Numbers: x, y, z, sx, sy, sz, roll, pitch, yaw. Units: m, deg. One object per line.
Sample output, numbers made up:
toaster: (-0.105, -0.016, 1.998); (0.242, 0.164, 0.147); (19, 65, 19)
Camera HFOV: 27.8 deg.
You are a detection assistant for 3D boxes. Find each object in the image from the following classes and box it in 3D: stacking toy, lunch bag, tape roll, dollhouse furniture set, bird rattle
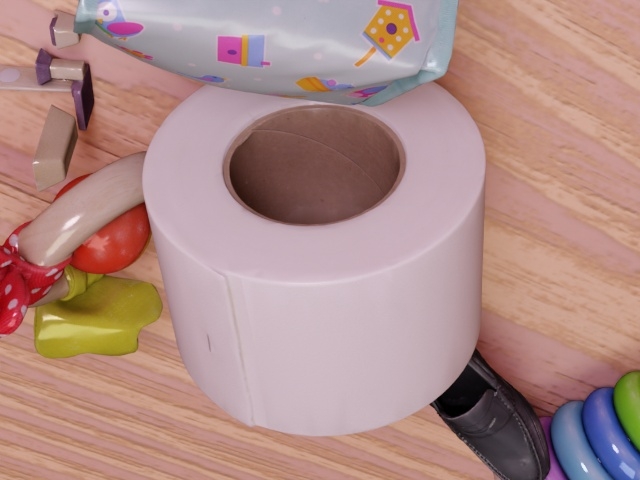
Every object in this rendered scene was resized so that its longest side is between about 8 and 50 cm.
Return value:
stacking toy: (0.328, 0.172, 1.224); (0.330, 0.141, 0.141); (-38, 125, 26)
lunch bag: (-0.045, -0.173, 0.827); (0.223, 0.262, 0.160); (9, 91, -11)
tape roll: (0.000, 0.000, 0.962); (0.246, 0.246, 0.169); (-3, 136, 3)
dollhouse furniture set: (-0.222, -0.102, 0.952); (0.081, 0.114, 0.091); (4, 138, 2)
bird rattle: (-0.202, 0.001, 1.005); (0.207, 0.143, 0.253); (-43, 164, 5)

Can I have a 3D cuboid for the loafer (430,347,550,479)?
loafer: (0.134, 0.146, 1.177); (0.076, 0.078, 0.223); (-28, 106, 27)
